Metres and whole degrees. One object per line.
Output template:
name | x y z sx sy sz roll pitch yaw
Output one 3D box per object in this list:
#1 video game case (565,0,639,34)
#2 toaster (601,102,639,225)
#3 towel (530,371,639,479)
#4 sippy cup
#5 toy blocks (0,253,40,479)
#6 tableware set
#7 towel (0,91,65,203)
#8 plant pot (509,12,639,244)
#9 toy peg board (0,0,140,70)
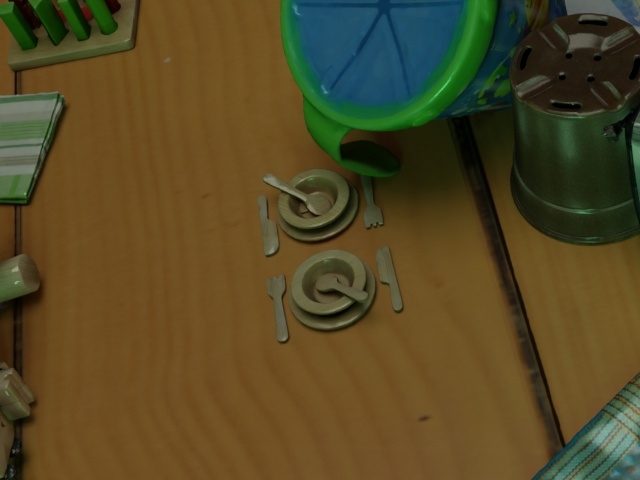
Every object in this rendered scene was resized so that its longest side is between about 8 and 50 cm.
video game case | 0.280 -0.339 1.428 0.300 0.036 0.329 20 63 29
toaster | 0.345 -0.077 1.114 0.110 0.168 0.185 18 55 38
towel | 0.359 0.179 1.024 0.370 0.040 0.271 -43 54 -15
sippy cup | 0.119 -0.215 1.244 0.305 0.224 0.240 -24 75 39
toy blocks | -0.458 0.069 1.229 0.260 0.309 0.288 -18 37 15
tableware set | 0.000 0.000 1.270 0.128 0.039 0.194 -16 52 7
towel | -0.362 -0.105 1.479 0.113 0.023 0.152 -1 57 20
plant pot | 0.247 -0.109 1.190 0.167 0.165 0.167 -9 54 12
toy peg board | -0.309 -0.304 1.567 0.161 0.079 0.160 -8 53 12
